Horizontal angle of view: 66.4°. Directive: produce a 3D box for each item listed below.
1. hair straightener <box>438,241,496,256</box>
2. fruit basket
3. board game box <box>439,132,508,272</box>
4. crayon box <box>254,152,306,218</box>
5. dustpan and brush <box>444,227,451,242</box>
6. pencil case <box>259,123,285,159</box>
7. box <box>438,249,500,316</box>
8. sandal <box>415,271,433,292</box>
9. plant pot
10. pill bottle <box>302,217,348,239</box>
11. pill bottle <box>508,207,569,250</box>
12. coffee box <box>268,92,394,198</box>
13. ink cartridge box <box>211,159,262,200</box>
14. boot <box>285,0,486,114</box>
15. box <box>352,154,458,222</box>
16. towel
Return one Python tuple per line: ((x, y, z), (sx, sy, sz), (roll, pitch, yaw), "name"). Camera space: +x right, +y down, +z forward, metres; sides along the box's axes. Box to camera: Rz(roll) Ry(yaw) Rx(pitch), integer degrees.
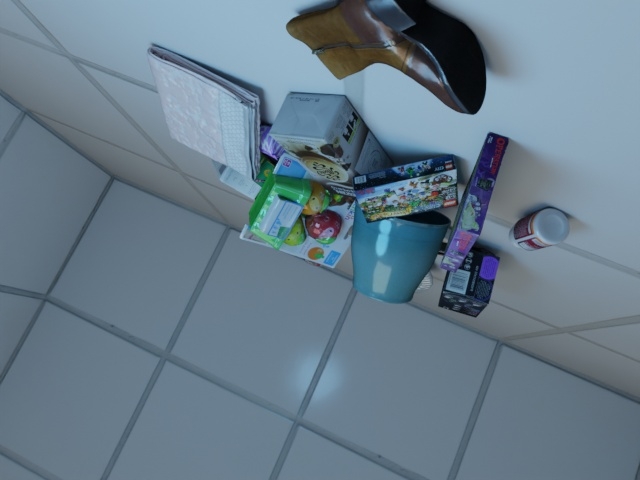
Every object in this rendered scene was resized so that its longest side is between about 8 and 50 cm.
((0.484, 0.041, 1.656), (0.230, 0.047, 0.089), (17, 168, 32), "hair straightener")
((-0.031, -0.070, 1.533), (0.353, 0.327, 0.165), (23, -151, -18), "fruit basket")
((0.328, -0.063, 1.076), (0.056, 0.208, 0.347), (22, 170, 13), "board game box")
((-0.144, -0.200, 1.634), (0.278, 0.081, 0.165), (35, -171, -45), "crayon box")
((0.372, -0.022, 1.551), (0.147, 0.060, 0.211), (26, 163, 20), "dustpan and brush")
((-0.193, -0.296, 1.413), (0.206, 0.088, 0.086), (17, 157, 29), "pencil case")
((0.484, 0.142, 1.622), (0.143, 0.165, 0.270), (16, 166, 14), "box")
((0.392, 0.104, 2.060), (0.169, 0.102, 0.416), (5, 151, 17), "sandal")
((0.203, 0.031, 1.399), (0.271, 0.255, 0.271), (12, -163, -4), "plant pot")
((0.000, 0.000, 2.083), (0.210, 0.210, 0.363), (24, 169, 3), "pill bottle")
((0.519, -0.021, 1.179), (0.086, 0.086, 0.152), (25, 170, -2), "pill bottle")
((0.037, -0.219, 1.192), (0.168, 0.119, 0.297), (15, 166, 37), "coffee box")
((-0.253, -0.209, 1.753), (0.261, 0.066, 0.296), (31, -171, -26), "ink cartridge box")
((0.099, -0.288, 0.796), (0.264, 0.096, 0.280), (30, 169, -30), "boot")
((0.206, -0.117, 1.166), (0.233, 0.044, 0.159), (-11, 151, 12), "box")
((-0.305, -0.328, 1.325), (0.317, 0.053, 0.332), (29, 153, 9), "towel")
